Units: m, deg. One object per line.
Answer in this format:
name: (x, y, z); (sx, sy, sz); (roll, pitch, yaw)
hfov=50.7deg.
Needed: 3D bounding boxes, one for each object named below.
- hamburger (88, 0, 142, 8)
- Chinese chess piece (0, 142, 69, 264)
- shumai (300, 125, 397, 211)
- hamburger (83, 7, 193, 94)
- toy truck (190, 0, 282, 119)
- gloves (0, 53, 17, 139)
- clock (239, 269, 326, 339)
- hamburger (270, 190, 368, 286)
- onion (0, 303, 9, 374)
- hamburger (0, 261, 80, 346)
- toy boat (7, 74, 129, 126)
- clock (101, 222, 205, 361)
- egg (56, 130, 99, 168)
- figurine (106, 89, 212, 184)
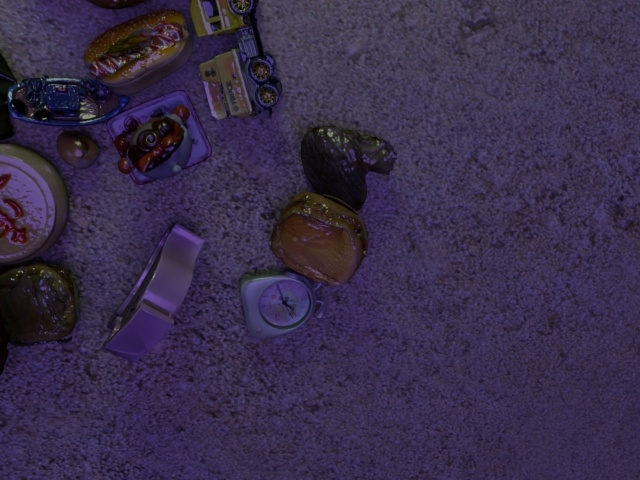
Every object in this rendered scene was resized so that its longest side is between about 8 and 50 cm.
hamburger: (-0.325, -0.610, 1.171); (0.268, 0.287, 0.445); (37, 99, -20)
Chinese chess piece: (-0.640, -0.072, 1.364); (0.251, 0.097, 0.250); (-3, 106, -9)
shumai: (0.060, -0.172, 1.446); (0.153, 0.161, 0.209); (-39, 119, -22)
hamburger: (-0.347, -0.369, 1.295); (0.210, 0.173, 0.116); (-28, 134, 0)
toy truck: (-0.176, -0.373, 1.350); (0.157, 0.124, 0.272); (-13, 111, 4)
gloves: (-0.655, -0.318, 1.287); (0.135, 0.107, 0.268); (-9, 125, -13)
clock: (-0.084, 0.138, 1.543); (0.191, 0.062, 0.151); (-11, 107, -7)
hamburger: (0.000, 0.001, 1.458); (0.214, 0.108, 0.213); (9, 132, 10)
onion: (-0.796, 0.189, 1.290); (0.345, 0.358, 0.358); (-34, 113, -37)
hamburger: (-0.604, 0.131, 1.430); (0.206, 0.130, 0.183); (-3, 106, 10)
toy boat: (-0.488, -0.274, 1.317); (0.223, 0.097, 0.100); (-5, 85, -20)
clock: (-0.363, 0.123, 1.437); (0.080, 0.275, 0.290); (32, 135, -19)
egg: (-0.496, -0.186, 1.372); (0.083, 0.071, 0.071); (41, 96, -3)
figurine: (-0.319, -0.184, 1.322); (0.183, 0.226, 0.160); (-23, 110, -3)
